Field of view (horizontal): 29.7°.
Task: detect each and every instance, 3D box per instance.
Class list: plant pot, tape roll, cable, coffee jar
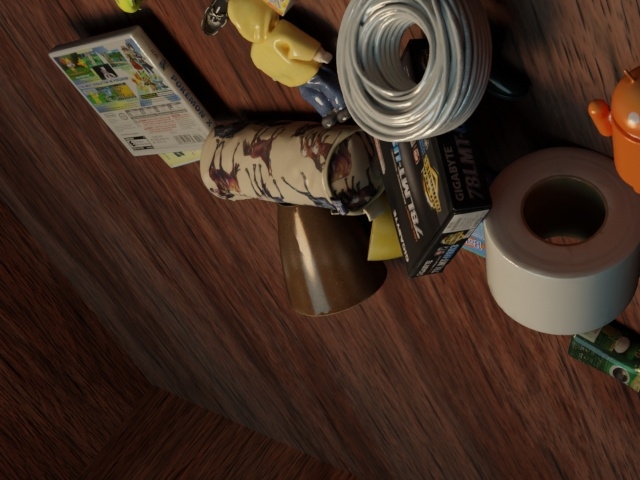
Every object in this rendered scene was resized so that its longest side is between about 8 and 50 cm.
[{"bbox_3d":[0.146,-0.021,2.311,0.095,0.134,0.134,9,152,2],"label":"plant pot"},{"bbox_3d":[0.374,0.000,1.863,0.246,0.246,0.169,26,154,25],"label":"tape roll"},{"bbox_3d":[0.000,0.000,2.468,0.215,0.215,0.230,10,131,46],"label":"plant pot"},{"bbox_3d":[0.130,-0.272,1.746,0.257,0.089,0.257,-34,73,44],"label":"cable"},{"bbox_3d":[0.548,0.209,2.197,0.184,0.079,0.096,29,153,21],"label":"coffee jar"}]

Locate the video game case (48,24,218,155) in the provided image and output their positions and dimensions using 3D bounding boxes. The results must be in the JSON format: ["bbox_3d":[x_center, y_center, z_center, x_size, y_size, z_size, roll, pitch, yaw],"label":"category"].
[{"bbox_3d":[-0.380,-0.300,2.491,0.329,0.036,0.300,0,136,49],"label":"video game case"}]

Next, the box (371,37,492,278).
[{"bbox_3d":[0.168,-0.125,1.929,0.293,0.073,0.296,120,140,-66],"label":"box"}]

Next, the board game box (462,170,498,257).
[{"bbox_3d":[0.251,-0.062,2.145,0.160,0.047,0.210,24,153,12],"label":"board game box"}]

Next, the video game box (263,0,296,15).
[{"bbox_3d":[-0.109,-0.476,1.927,0.205,0.048,0.187,38,159,0],"label":"video game box"}]

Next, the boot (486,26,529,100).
[{"bbox_3d":[0.258,-0.268,1.794,0.121,0.045,0.099,29,152,20],"label":"boot"}]

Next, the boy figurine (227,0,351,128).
[{"bbox_3d":[-0.052,-0.318,2.077,0.285,0.092,0.177,45,156,-14],"label":"boy figurine"}]

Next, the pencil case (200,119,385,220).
[{"bbox_3d":[-0.057,-0.138,2.315,0.410,0.159,0.184,9,117,47],"label":"pencil case"}]

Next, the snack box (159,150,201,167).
[{"bbox_3d":[-0.368,-0.297,2.588,0.322,0.060,0.187,48,152,-21],"label":"snack box"}]

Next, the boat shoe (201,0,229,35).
[{"bbox_3d":[-0.185,-0.406,2.167,0.046,0.038,0.125,41,156,-7],"label":"boat shoe"}]

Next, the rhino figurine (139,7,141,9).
[{"bbox_3d":[-0.405,-0.515,2.236,0.106,0.073,0.243,3,142,40],"label":"rhino figurine"}]

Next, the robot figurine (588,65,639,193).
[{"bbox_3d":[0.454,-0.151,1.623,0.158,0.128,0.219,53,170,38],"label":"robot figurine"}]

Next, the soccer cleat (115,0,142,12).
[{"bbox_3d":[-0.388,-0.534,2.134,0.121,0.093,0.289,4,137,21],"label":"soccer cleat"}]
